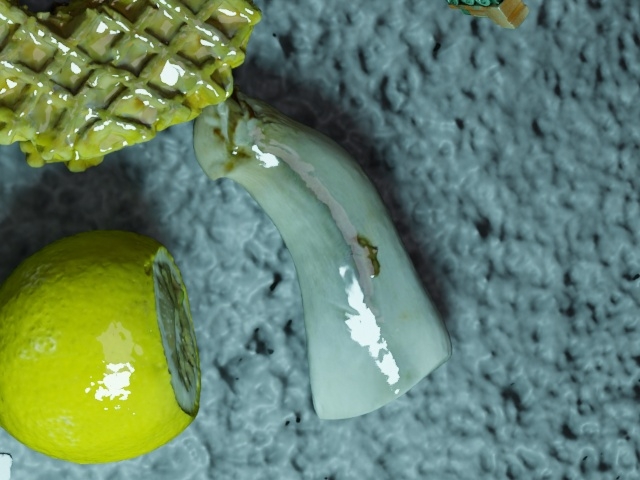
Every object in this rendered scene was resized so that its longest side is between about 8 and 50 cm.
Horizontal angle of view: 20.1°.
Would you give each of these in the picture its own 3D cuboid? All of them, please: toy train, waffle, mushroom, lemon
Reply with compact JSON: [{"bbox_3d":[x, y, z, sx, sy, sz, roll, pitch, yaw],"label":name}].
[{"bbox_3d":[0.182,-0.272,2.032,0.064,0.103,0.044,45,73,-32],"label":"toy train"},{"bbox_3d":[-0.221,-0.226,1.868,0.324,0.151,0.261,-32,109,-6],"label":"waffle"},{"bbox_3d":[-0.001,-0.001,1.983,0.177,0.126,0.397,-23,101,8],"label":"mushroom"},{"bbox_3d":[-0.246,0.114,1.859,0.219,0.240,0.240,-13,100,7],"label":"lemon"}]

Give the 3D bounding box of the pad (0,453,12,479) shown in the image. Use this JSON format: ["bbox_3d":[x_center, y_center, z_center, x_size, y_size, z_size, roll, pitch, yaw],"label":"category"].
[{"bbox_3d":[-0.458,0.296,1.920,0.243,0.004,0.163,8,93,-18],"label":"pad"}]
